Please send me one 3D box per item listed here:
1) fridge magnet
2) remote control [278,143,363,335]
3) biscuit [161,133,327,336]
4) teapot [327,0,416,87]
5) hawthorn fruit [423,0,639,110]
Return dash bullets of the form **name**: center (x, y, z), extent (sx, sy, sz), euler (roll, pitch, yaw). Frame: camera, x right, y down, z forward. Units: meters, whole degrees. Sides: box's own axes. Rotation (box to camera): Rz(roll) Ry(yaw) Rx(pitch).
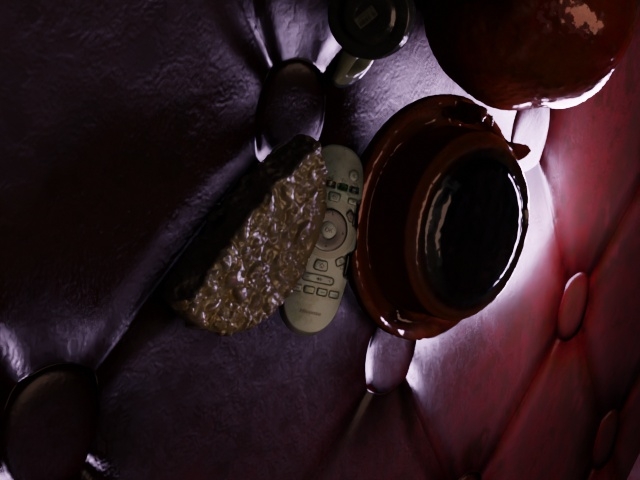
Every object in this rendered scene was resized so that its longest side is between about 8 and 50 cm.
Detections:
- **fridge magnet**: center (0.174, -0.030, 1.744), extent (0.363, 0.155, 0.364), euler (-15, 111, -42)
- **remote control**: center (0.001, -0.001, 1.597), extent (0.097, 0.045, 0.256), euler (15, 88, -23)
- **biscuit**: center (-0.082, 0.016, 1.466), extent (0.281, 0.084, 0.179), euler (-50, 144, -29)
- **teapot**: center (0.076, -0.272, 1.561), extent (0.108, 0.111, 0.149), euler (-23, 116, -66)
- **hawthorn fruit**: center (0.274, -0.321, 1.676), extent (0.330, 0.287, 0.287), euler (12, 93, -48)
